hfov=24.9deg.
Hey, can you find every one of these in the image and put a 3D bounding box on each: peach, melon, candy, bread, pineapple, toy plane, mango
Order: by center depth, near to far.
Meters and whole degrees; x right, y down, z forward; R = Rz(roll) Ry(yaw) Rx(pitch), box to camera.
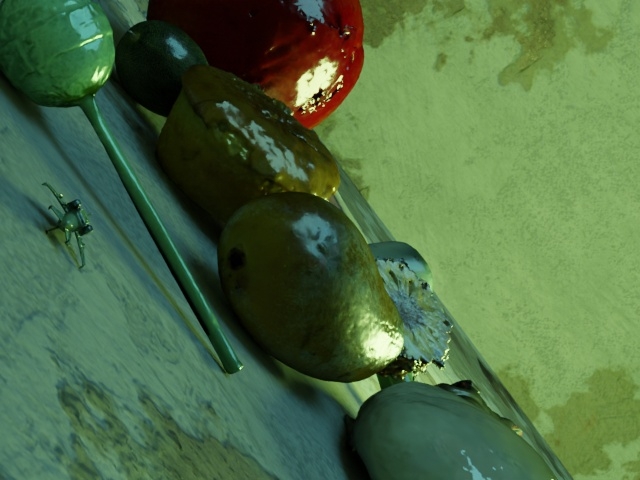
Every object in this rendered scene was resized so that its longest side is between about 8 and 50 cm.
[{"bbox_3d":[-0.216,-0.017,1.264,0.083,0.033,0.080,-54,119,-83],"label":"toy plane"},{"bbox_3d":[-0.191,-0.060,1.455,0.440,0.119,0.119,61,7,-5],"label":"candy"},{"bbox_3d":[-0.003,0.064,1.705,0.316,0.146,0.193,43,55,-43],"label":"mango"},{"bbox_3d":[0.195,0.319,1.806,0.386,0.186,0.427,49,4,-11],"label":"candy"},{"bbox_3d":[-0.092,-0.109,1.885,0.268,0.146,0.268,35,16,-12],"label":"bread"},{"bbox_3d":[0.070,0.120,1.925,0.176,0.137,0.161,31,42,-22],"label":"pineapple"},{"bbox_3d":[-0.211,-0.231,1.949,0.167,0.114,0.114,50,8,-49],"label":"melon"},{"bbox_3d":[-0.089,-0.304,2.152,0.370,0.370,0.370,53,7,-10],"label":"peach"}]

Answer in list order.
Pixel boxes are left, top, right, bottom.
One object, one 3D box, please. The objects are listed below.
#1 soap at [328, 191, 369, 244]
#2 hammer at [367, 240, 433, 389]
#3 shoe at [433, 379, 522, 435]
[{"bbox_3d":[0.000,0.000,2.213,0.064,0.121,0.183,45,12,-49],"label":"soap"},{"bbox_3d":[0.098,0.165,2.049,0.206,0.119,0.336,-10,76,-39],"label":"hammer"},{"bbox_3d":[0.241,0.307,2.429,0.137,0.114,0.291,52,9,28],"label":"shoe"}]
